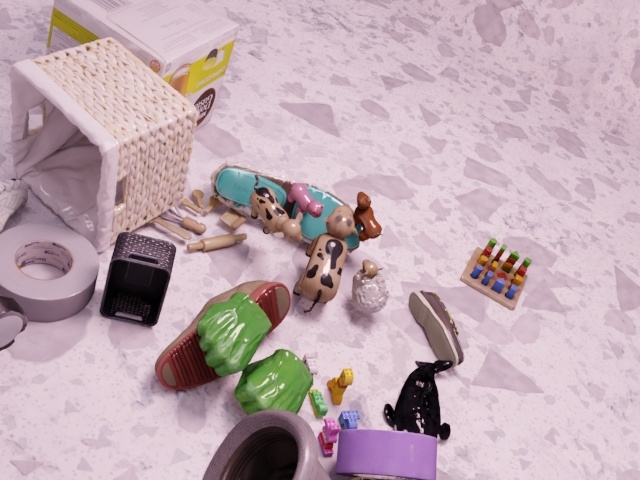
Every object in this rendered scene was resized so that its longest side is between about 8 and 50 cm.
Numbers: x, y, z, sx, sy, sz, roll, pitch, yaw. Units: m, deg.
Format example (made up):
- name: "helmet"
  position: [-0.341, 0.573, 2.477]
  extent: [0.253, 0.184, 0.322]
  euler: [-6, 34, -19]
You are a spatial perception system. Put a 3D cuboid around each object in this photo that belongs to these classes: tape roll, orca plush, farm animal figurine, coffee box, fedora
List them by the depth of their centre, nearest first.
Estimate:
- name: "fedora"
  position: [-0.077, 0.430, 1.401]
  extent: [0.124, 0.275, 0.243]
  euler: [41, 66, -28]
- name: "tape roll"
  position: [0.125, 0.407, 1.510]
  extent: [0.189, 0.189, 0.080]
  euler: [11, 69, -16]
- name: "tape roll"
  position: [-0.572, 0.063, 1.652]
  extent: [0.219, 0.072, 0.219]
  euler: [13, 41, -12]
- name: "orca plush"
  position: [0.236, 0.340, 1.718]
  extent: [0.151, 0.102, 0.287]
  euler: [32, 40, 10]
- name: "farm animal figurine"
  position: [0.000, 0.000, 1.851]
  extent: [0.331, 0.172, 0.326]
  euler: [3, 73, -12]
- name: "coffee box"
  position: [-0.469, -0.458, 2.077]
  extent: [0.338, 0.334, 0.337]
  euler: [34, 40, 9]

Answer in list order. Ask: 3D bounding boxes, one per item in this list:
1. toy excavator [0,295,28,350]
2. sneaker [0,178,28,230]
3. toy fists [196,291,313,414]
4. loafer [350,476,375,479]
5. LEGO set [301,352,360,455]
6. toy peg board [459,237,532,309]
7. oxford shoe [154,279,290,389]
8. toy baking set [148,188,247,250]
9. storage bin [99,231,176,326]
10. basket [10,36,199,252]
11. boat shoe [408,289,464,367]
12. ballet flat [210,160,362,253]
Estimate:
- name: "toy excavator"
  position: [-0.786, 0.188, 1.315]
  extent: [0.222, 0.445, 0.433]
  euler: [42, 2, 22]
- name: "sneaker"
  position: [-0.691, -0.069, 1.676]
  extent: [0.110, 0.118, 0.292]
  euler: [-8, 6, 2]
- name: "toy fists"
  position: [-0.137, 0.243, 1.577]
  extent: [0.279, 0.096, 0.142]
  euler: [55, 43, -12]
- name: "loafer"
  position: [0.018, 0.507, 1.431]
  extent: [0.102, 0.092, 0.268]
  euler: [36, 41, 14]
- name: "LEGO set"
  position: [0.030, 0.316, 1.650]
  extent: [0.087, 0.093, 0.227]
  euler: [2, 44, -24]
- name: "toy peg board"
  position: [0.480, 0.078, 2.150]
  extent: [0.161, 0.079, 0.160]
  euler: [30, 40, 8]
- name: "oxford shoe"
  position: [-0.220, 0.193, 1.679]
  extent: [0.130, 0.123, 0.348]
  euler: [11, 32, 43]
- name: "toy baking set"
  position: [-0.305, -0.044, 1.942]
  extent: [0.256, 0.030, 0.197]
  euler: [-17, 51, -39]
- name: "storage bin"
  position: [-0.374, 0.081, 1.644]
  extent: [0.122, 0.180, 0.084]
  euler: [14, 41, -12]
- name: "basket"
  position: [-0.488, -0.222, 1.790]
  extent: [0.331, 0.328, 0.266]
  euler: [39, 48, 18]
- name: "boat shoe"
  position: [0.290, 0.205, 1.912]
  extent: [0.069, 0.081, 0.227]
  euler: [-5, 45, -25]
- name: "ballet flat"
  position: [-0.081, -0.094, 2.026]
  extent: [0.409, 0.147, 0.147]
  euler: [25, 39, -6]
